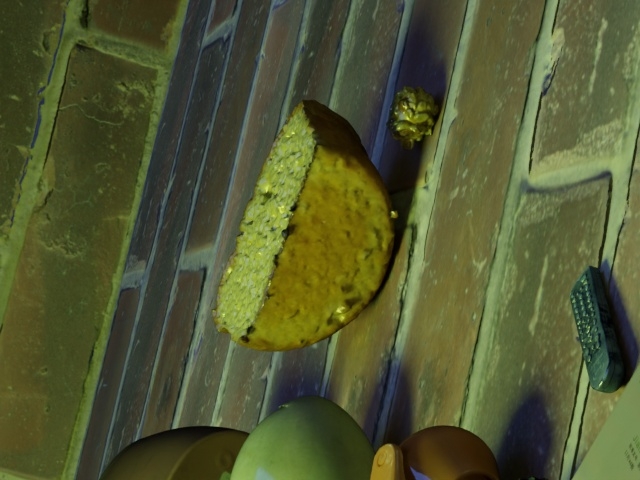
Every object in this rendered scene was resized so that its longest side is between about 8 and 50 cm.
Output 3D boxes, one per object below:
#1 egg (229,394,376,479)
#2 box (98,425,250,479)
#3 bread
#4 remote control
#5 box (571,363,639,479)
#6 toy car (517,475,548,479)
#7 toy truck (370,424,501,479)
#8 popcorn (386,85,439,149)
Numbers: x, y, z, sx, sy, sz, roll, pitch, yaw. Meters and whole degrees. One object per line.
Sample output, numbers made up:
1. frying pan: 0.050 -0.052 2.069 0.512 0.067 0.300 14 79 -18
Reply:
1. egg: -0.017 0.308 2.022 0.186 0.186 0.253 147 134 -64
2. box: -0.153 0.386 2.227 0.216 0.301 0.301 -29 48 59
3. bread: 0.000 0.000 2.248 0.340 0.179 0.194 -69 20 10
4. remote control: 0.264 0.088 1.624 0.152 0.027 0.043 -95 21 -51
5. box: 0.291 0.223 1.369 0.260 0.062 0.175 -103 33 -58
6. toy car: 0.197 0.326 1.568 0.103 0.063 0.216 159 119 -69
7. toy truck: 0.081 0.320 1.724 0.265 0.189 0.239 -33 38 46
8. popcorn: 0.117 -0.159 2.217 0.082 0.057 0.083 -172 94 -73
